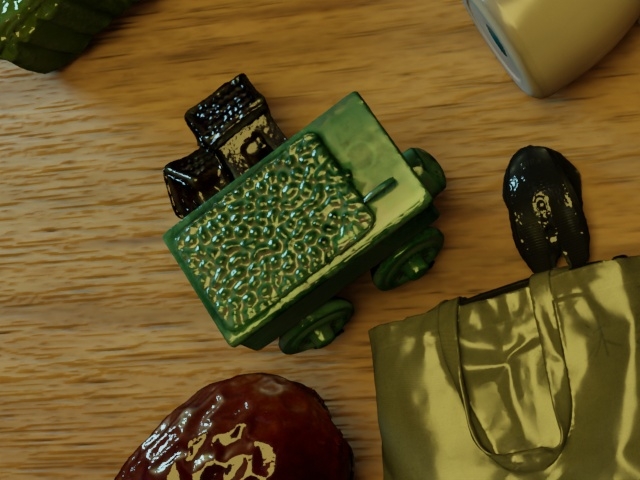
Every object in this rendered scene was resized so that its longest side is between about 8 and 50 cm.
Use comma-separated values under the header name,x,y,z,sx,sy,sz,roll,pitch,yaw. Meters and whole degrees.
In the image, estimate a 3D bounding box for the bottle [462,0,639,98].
name,x,y,z,sx,sy,sz,roll,pitch,yaw
bottle,0.261,-0.255,1.597,0.236,0.147,0.147,-34,72,3

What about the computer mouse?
name,x,y,z,sx,sy,sz,roll,pitch,yaw
computer mouse,0.215,-0.030,1.622,0.079,0.047,0.135,-17,78,17

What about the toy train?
name,x,y,z,sx,sy,sz,roll,pitch,yaw
toy train,0.000,0.000,1.608,0.266,0.202,0.145,-37,70,7

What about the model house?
name,x,y,z,sx,sy,sz,roll,pitch,yaw
model house,-0.096,-0.082,1.704,0.165,0.106,0.152,-36,68,8

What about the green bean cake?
name,x,y,z,sx,sy,sz,roll,pitch,yaw
green bean cake,-0.306,-0.318,1.793,0.222,0.125,0.248,-40,72,20

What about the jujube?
name,x,y,z,sx,sy,sz,roll,pitch,yaw
jujube,-0.086,0.235,1.609,0.243,0.183,0.183,-36,71,-1

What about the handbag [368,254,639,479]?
name,x,y,z,sx,sy,sz,roll,pitch,yaw
handbag,0.193,0.163,1.563,0.315,0.109,0.253,-17,81,21
